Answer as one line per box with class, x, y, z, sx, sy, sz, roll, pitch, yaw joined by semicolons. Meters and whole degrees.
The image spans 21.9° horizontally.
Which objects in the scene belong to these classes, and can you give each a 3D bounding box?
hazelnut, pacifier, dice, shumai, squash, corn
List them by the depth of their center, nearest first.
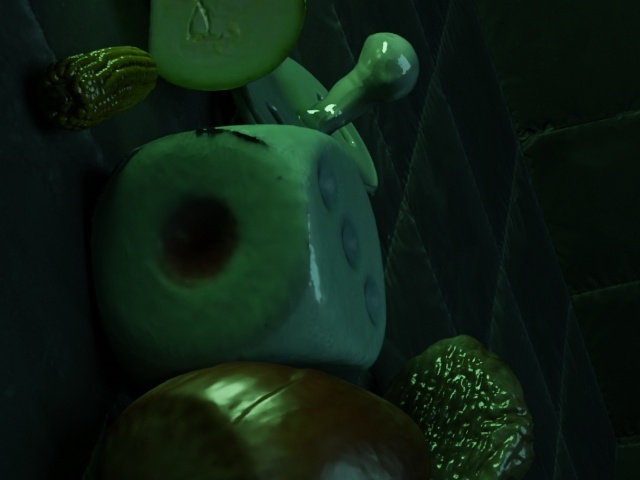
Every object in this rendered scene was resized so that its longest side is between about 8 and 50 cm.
hazelnut;-0.060;0.271;1.681;0.315;0.372;0.372;66;19;0
corn;-0.242;-0.170;1.826;0.231;0.080;0.080;-39;116;-71
dice;-0.086;0.031;1.864;0.262;0.264;0.268;29;51;-66
squash;-0.136;-0.331;2.129;0.309;0.210;0.234;-130;-137;-69
pacifier;0.015;-0.200;2.311;0.288;0.269;0.343;53;16;2
shumai;0.237;0.330;2.615;0.262;0.267;0.314;49;40;-51
